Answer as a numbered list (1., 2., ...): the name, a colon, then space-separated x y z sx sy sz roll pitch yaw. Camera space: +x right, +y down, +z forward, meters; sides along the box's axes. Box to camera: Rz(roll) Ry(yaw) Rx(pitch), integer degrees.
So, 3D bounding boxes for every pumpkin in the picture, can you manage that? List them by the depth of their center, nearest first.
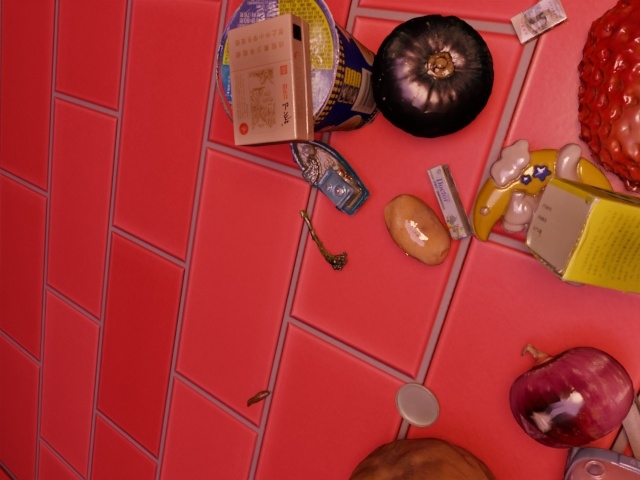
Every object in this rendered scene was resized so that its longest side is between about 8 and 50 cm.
1. pumpkin: 0.212 -0.313 0.883 0.234 0.163 0.232 0 97 0

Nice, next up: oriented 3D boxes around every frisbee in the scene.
1. frisbee: 0.233 0.396 1.102 0.110 0.014 0.110 6 102 32

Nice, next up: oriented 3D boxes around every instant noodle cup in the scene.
1. instant noodle cup: -0.008 -0.337 0.950 0.285 0.313 0.283 5 101 31

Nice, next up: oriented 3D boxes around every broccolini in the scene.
1. broccolini: -0.002 0.005 1.168 0.194 0.054 0.052 50 138 17

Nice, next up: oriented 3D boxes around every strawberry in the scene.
1. strawberry: 0.542 -0.239 0.725 0.265 0.149 0.335 -29 81 34

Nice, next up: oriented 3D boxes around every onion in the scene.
1. onion: 0.451 0.291 0.840 0.208 0.201 0.200 -12 92 42

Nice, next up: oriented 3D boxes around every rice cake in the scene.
1. rice cake: 0.600 0.376 0.859 0.047 0.036 0.206 -22 87 45

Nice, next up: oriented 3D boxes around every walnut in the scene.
1. walnut: 0.220 0.607 0.976 0.384 0.384 0.382 6 101 31

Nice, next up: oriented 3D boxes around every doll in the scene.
1. doll: 0.415 -0.061 0.851 0.238 0.111 0.251 18 105 11

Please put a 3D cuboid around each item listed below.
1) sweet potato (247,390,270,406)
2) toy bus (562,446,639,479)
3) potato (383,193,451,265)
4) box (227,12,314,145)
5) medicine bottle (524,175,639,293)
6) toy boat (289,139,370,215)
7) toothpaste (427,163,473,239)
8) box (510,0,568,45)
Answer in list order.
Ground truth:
1. sweet potato: -0.193 0.475 1.374 0.115 0.026 0.026 -37 79 33
2. toy bus: 0.513 0.535 0.803 0.198 0.232 0.293 18 124 28
3. potato: 0.208 -0.022 0.985 0.109 0.118 0.178 -35 74 -14
4. box: -0.086 -0.267 0.789 0.141 0.058 0.200 0 97 31
5. medicine bottle: 0.487 -0.003 0.742 0.251 0.137 0.140 11 107 -7
6. toy boat: 0.010 -0.162 1.097 0.238 0.098 0.109 47 116 17
7. toothpaste: 0.278 -0.081 0.975 0.034 0.046 0.164 -21 87 36
8. box: 0.406 -0.411 0.852 0.083 0.024 0.053 -24 87 32
